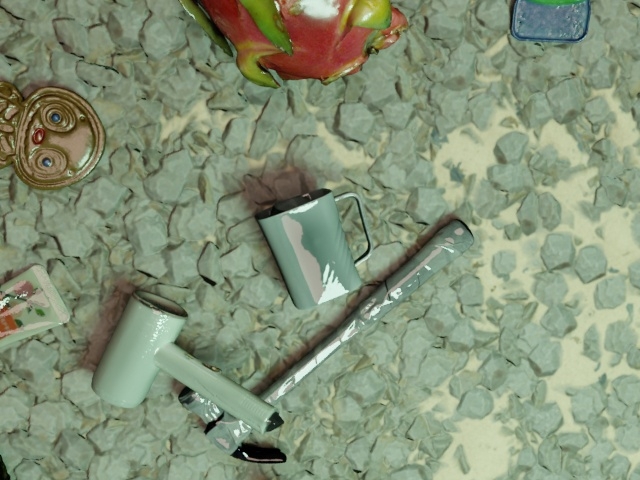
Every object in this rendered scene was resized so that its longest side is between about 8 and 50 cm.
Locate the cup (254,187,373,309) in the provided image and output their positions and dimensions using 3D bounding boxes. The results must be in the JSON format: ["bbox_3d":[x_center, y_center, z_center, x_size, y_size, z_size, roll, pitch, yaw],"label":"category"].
[{"bbox_3d":[0.000,0.000,0.901,0.128,0.095,0.129,-22,101,-8],"label":"cup"}]

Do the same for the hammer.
[{"bbox_3d":[0.023,0.114,0.941,0.427,0.044,0.152,-42,101,-3],"label":"hammer"}]

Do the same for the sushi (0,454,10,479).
[{"bbox_3d":[-0.423,0.361,0.860,0.124,0.127,0.225,-5,98,-8],"label":"sushi"}]

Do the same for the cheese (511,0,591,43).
[{"bbox_3d":[0.296,-0.406,0.897,0.204,0.083,0.320,8,109,15],"label":"cheese"}]

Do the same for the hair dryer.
[{"bbox_3d":[-0.149,0.168,0.873,0.236,0.073,0.131,27,93,14],"label":"hair dryer"}]

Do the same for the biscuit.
[{"bbox_3d":[-0.344,-0.125,0.871,0.175,0.026,0.124,10,94,-9],"label":"biscuit"}]

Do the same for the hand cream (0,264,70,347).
[{"bbox_3d":[-0.423,0.114,0.879,0.234,0.050,0.080,-27,95,-11],"label":"hand cream"}]

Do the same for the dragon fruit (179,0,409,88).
[{"bbox_3d":[-0.026,-0.277,0.817,0.224,0.224,0.227,-37,102,-3],"label":"dragon fruit"}]
